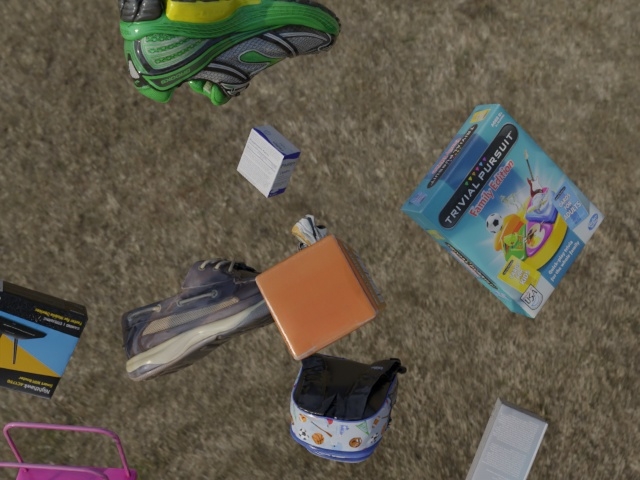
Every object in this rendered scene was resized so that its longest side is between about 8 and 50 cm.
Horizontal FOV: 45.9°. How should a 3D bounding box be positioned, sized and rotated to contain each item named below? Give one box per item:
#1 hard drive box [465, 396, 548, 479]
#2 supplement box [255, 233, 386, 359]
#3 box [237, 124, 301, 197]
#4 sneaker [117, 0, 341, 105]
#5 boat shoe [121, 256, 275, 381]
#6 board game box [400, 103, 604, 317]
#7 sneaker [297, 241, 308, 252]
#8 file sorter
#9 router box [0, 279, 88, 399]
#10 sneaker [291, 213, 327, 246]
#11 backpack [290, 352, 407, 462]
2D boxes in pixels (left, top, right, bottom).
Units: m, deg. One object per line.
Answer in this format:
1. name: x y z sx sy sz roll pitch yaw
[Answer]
1. hard drive box: 0.328 0.417 1.391 0.089 0.181 0.232 22 88 14
2. supplement box: 0.009 0.051 0.689 0.078 0.233 0.080 -30 81 3
3. box: -0.133 -0.205 1.942 0.126 0.137 0.072 43 38 23
4. sneaker: -0.115 -0.263 1.011 0.343 0.146 0.134 -16 33 -39
5. boat shoe: -0.152 0.086 1.127 0.355 0.132 0.130 -27 79 5
6. board game box: 0.354 -0.052 1.442 0.254 0.336 0.079 -53 22 -8
7. sneaker: -0.039 0.032 1.950 0.065 0.158 0.061 44 91 5
8. file sorter: -0.424 0.448 1.157 0.202 0.182 0.291 3 47 1
9. router box: -0.423 0.126 1.013 0.133 0.178 0.046 -63 27 9
10. sneaker: 0.000 0.000 0.978 0.032 0.083 0.037 20 66 50
11. backpack: 0.045 0.394 1.771 0.276 0.263 0.213 3 104 16
